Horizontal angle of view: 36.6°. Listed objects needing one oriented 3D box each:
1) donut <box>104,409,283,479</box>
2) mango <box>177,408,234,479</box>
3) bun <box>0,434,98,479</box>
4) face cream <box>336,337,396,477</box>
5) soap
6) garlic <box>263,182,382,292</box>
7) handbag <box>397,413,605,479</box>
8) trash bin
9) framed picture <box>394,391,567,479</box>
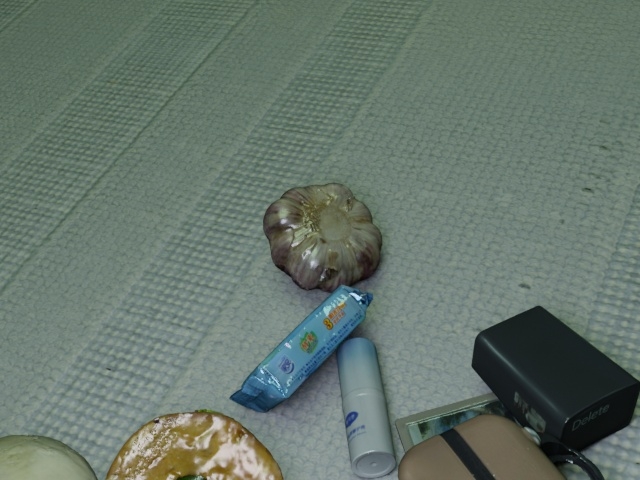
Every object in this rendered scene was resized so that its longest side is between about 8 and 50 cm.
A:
[{"bbox_3d":[-0.194,0.398,1.508,0.278,0.108,0.277,1,81,-5],"label":"donut"},{"bbox_3d":[-0.203,0.370,1.626,0.119,0.100,0.178,20,59,19],"label":"mango"},{"bbox_3d":[-0.470,0.452,1.450,0.362,0.234,0.326,36,98,47],"label":"bun"},{"bbox_3d":[0.075,0.281,1.657,0.077,0.077,0.250,-12,41,4],"label":"face cream"},{"bbox_3d":[-0.027,0.192,1.727,0.077,0.156,0.293,45,64,2],"label":"soap"},{"bbox_3d":[0.000,0.000,1.925,0.245,0.160,0.245,9,61,-16],"label":"garlic"},{"bbox_3d":[0.285,0.391,1.404,0.283,0.149,0.302,-25,43,-14],"label":"handbag"},{"bbox_3d":[0.376,0.224,1.579,0.165,0.115,0.225,-21,45,-23],"label":"trash bin"},{"bbox_3d":[0.270,0.381,1.535,0.232,0.024,0.315,-16,43,-2],"label":"framed picture"}]
